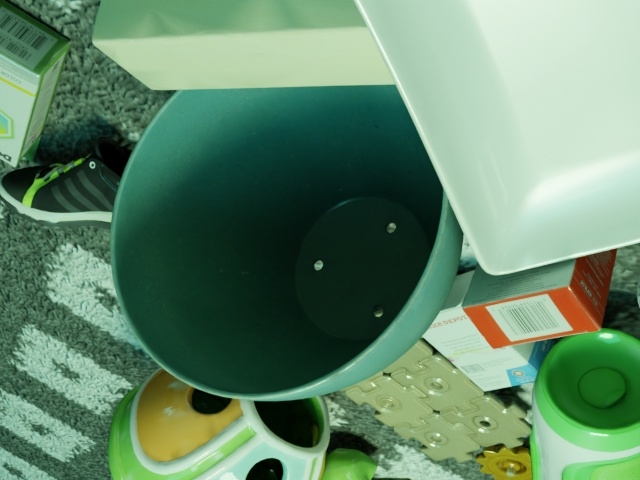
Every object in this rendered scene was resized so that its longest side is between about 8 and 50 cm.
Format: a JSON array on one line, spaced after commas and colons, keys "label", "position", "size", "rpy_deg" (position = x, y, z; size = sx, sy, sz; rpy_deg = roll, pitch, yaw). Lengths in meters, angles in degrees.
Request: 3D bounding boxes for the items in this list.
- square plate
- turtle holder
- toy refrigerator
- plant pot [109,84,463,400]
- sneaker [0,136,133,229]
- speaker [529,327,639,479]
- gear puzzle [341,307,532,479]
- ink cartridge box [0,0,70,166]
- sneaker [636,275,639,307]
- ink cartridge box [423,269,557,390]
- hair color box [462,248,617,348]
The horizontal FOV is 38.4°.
[{"label": "square plate", "position": [0.203, -0.143, 0.519], "size": [0.344, 0.049, 0.347], "rpy_deg": [-16, 130, 20]}, {"label": "turtle holder", "position": [-0.090, 0.272, 1.120], "size": [0.227, 0.243, 0.320], "rpy_deg": [-37, 102, 30]}, {"label": "toy refrigerator", "position": [-0.025, -0.175, 0.679], "size": [0.269, 0.102, 0.094], "rpy_deg": [2, 164, 26]}, {"label": "plant pot", "position": [0.000, 0.000, 0.776], "size": [0.290, 0.290, 0.195], "rpy_deg": [1, 165, 28]}, {"label": "sneaker", "position": [-0.230, -0.069, 0.958], "size": [0.234, 0.084, 0.097], "rpy_deg": [8, 124, 14]}, {"label": "speaker", "position": [0.277, 0.210, 0.916], "size": [0.131, 0.131, 0.297], "rpy_deg": [8, 145, 21]}, {"label": "gear puzzle", "position": [0.146, 0.184, 1.053], "size": [0.339, 0.044, 0.175], "rpy_deg": [39, 138, -19]}, {"label": "ink cartridge box", "position": [-0.334, -0.146, 0.927], "size": [0.109, 0.062, 0.209], "rpy_deg": [31, 141, -7]}, {"label": "sneaker", "position": [0.404, 0.069, 0.737], "size": [0.268, 0.101, 0.153], "rpy_deg": [-3, 137, 29]}, {"label": "ink cartridge box", "position": [0.161, 0.091, 0.921], "size": [0.122, 0.052, 0.088], "rpy_deg": [41, 146, -19]}, {"label": "hair color box", "position": [0.182, 0.003, 0.726], "size": [0.093, 0.167, 0.053], "rpy_deg": [-17, 123, 40]}]
